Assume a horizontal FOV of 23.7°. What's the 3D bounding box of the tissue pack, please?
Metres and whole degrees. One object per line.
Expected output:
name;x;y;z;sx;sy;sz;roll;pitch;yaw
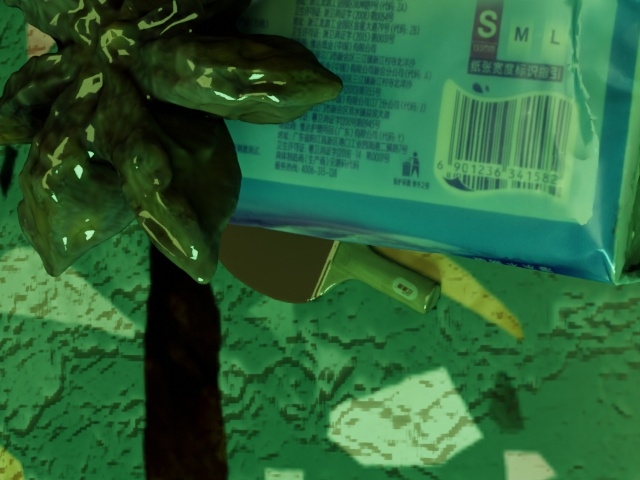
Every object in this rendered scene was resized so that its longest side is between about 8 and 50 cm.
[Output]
tissue pack;0.056;-0.094;0.760;0.263;0.146;0.198;9;94;29

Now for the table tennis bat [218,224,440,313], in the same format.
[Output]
table tennis bat;0.000;0.000;0.869;0.156;0.013;0.087;27;101;26

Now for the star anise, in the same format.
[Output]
star anise;-0.094;-0.073;0.720;0.212;0.073;0.197;34;104;32
